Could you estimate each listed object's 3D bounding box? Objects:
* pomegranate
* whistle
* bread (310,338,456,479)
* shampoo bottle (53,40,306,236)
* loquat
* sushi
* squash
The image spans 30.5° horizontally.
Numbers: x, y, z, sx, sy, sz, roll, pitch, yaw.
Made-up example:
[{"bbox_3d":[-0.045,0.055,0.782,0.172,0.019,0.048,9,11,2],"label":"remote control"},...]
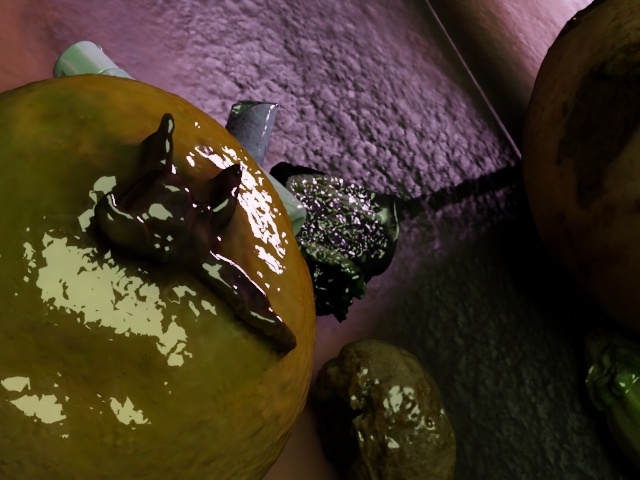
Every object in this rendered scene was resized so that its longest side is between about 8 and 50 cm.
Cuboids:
[{"bbox_3d":[0.298,-0.059,0.818,0.322,0.322,0.322,12,58,-21],"label":"pomegranate"},{"bbox_3d":[-0.061,-0.023,0.761,0.033,0.033,0.176,22,56,-15],"label":"whistle"},{"bbox_3d":[0.037,0.112,0.707,0.060,0.082,0.113,-12,66,-29],"label":"bread"},{"bbox_3d":[-0.096,-0.054,0.729,0.191,0.041,0.069,43,90,19],"label":"shampoo bottle"},{"bbox_3d":[-0.107,0.035,0.579,0.244,0.244,0.243,12,58,-21],"label":"loquat"},{"bbox_3d":[0.000,0.000,0.757,0.083,0.056,0.084,29,55,-26],"label":"sushi"},{"bbox_3d":[0.229,0.117,0.807,0.132,0.105,0.105,33,51,14],"label":"squash"}]
